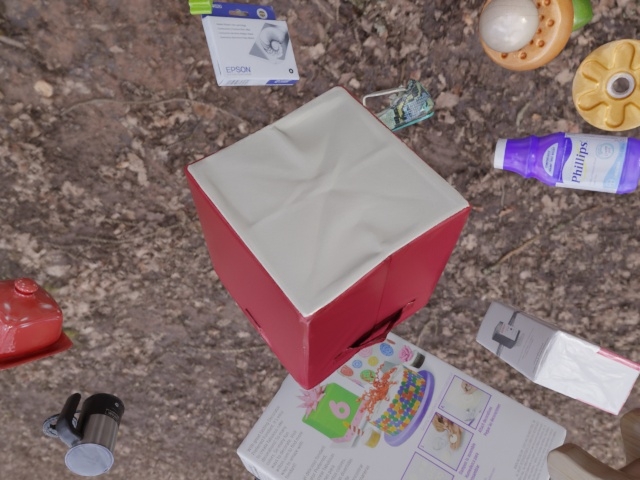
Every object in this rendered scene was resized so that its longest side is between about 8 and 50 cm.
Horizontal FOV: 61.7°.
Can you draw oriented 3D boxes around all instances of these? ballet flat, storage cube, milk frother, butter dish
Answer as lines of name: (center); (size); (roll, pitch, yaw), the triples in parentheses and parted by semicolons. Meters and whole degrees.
ballet flat: (0.062, -0.165, 0.746); (0.188, 0.070, 0.070); (-25, 121, 17)
storage cube: (0.000, 0.000, 0.539); (0.215, 0.184, 0.193); (49, 159, 23)
milk frother: (-0.468, 0.383, 1.036); (0.129, 0.134, 0.143); (34, 106, -23)
butter dish: (-0.499, 0.114, 0.881); (0.160, 0.160, 0.118); (36, 109, 19)

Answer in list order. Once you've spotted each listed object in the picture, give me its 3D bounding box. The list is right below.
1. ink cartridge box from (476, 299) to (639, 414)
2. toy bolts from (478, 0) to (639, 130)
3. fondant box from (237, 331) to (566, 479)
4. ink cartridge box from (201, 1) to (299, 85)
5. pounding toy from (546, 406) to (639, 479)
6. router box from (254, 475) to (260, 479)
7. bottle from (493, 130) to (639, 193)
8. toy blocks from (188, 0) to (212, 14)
ink cartridge box: (0.385, 0.186, 0.900); (0.159, 0.218, 0.092); (23, 94, -8)
toy bolts: (0.299, -0.232, 0.551); (0.218, 0.158, 0.228); (53, 132, 10)
fondant box: (0.099, 0.265, 0.679); (0.330, 0.238, 0.096); (28, 150, 18)
ink cartridge box: (-0.176, -0.500, 1.340); (0.045, 0.223, 0.224); (-20, 85, 55)
pounding toy: (0.264, 0.181, 0.280); (0.269, 0.155, 0.154); (167, 83, -79)
router box: (-0.030, 0.431, 0.971); (0.179, 0.133, 0.046); (7, -177, -24)
bottle: (0.520, -0.172, 1.140); (0.283, 0.092, 0.118); (11, 103, 22)
toy blocks: (-0.294, -0.721, 1.117); (0.191, 0.381, 0.261); (1, 169, 6)
